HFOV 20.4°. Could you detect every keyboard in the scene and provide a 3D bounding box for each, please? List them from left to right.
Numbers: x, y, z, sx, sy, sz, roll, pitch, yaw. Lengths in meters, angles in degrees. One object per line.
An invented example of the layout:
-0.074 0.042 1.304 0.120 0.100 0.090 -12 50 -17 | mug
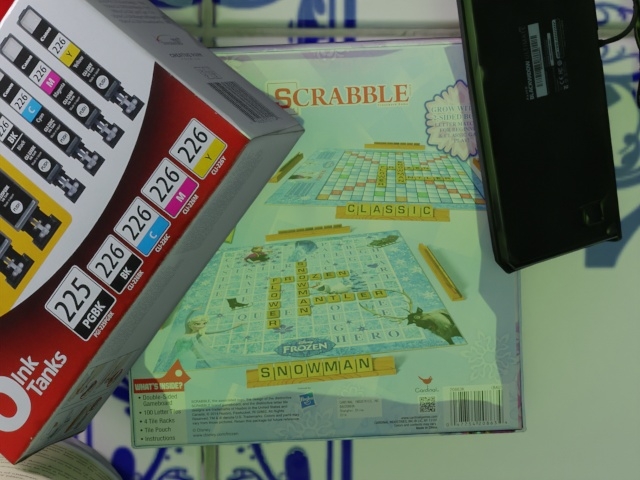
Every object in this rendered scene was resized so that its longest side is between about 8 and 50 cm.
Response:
0.192 -0.148 1.383 0.201 0.033 0.317 -16 105 -28 | keyboard

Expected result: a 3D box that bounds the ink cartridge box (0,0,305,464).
-0.218 -0.043 1.330 0.272 0.130 0.309 39 106 10 | ink cartridge box

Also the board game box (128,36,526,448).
0.000 0.000 1.422 0.319 0.066 0.318 -2 98 -1 | board game box

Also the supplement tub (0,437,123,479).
-0.245 0.275 1.332 0.235 0.325 0.235 0 99 -1 | supplement tub
